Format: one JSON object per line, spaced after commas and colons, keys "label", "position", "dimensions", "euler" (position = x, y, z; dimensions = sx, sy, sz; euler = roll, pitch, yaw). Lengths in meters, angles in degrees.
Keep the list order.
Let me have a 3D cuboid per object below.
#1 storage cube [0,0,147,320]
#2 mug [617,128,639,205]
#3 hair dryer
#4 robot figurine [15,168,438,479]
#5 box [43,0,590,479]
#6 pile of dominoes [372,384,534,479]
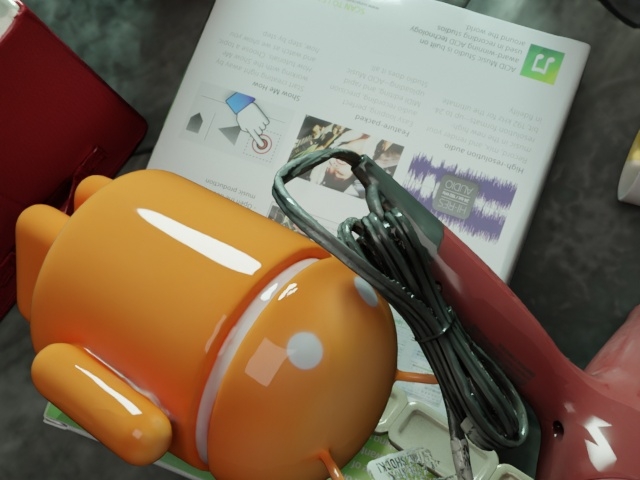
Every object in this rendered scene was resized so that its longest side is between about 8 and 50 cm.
{"label": "storage cube", "position": [-0.250, -0.077, 0.644], "dimensions": [0.215, 0.193, 0.183], "euler": [36, 86, 15]}
{"label": "mug", "position": [0.218, -0.048, 0.631], "dimensions": [0.064, 0.062, 0.078], "euler": [21, 89, 5]}
{"label": "hair dryer", "position": [0.113, 0.062, 0.520], "dimensions": [0.080, 0.293, 0.223], "euler": [-22, 72, 39]}
{"label": "robot figurine", "position": [-0.053, 0.043, 0.545], "dimensions": [0.219, 0.158, 0.128], "euler": [27, 89, 24]}
{"label": "box", "position": [0.000, 0.000, 0.658], "dimensions": [0.232, 0.058, 0.322], "euler": [20, 81, 12]}
{"label": "pile of dominoes", "position": [0.046, 0.197, 0.552], "dimensions": [0.251, 0.040, 0.196], "euler": [34, 65, 16]}
